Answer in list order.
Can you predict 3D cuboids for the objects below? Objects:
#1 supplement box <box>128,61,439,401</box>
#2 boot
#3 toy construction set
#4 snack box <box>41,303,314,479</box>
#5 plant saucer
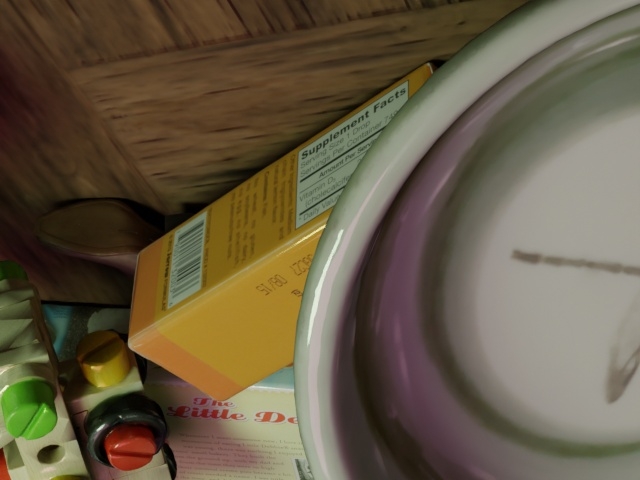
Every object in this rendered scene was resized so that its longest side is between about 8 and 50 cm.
[{"bbox_3d":[0.000,0.000,1.069,0.233,0.080,0.078,-30,130,33],"label":"supplement box"},{"bbox_3d":[-0.106,0.015,1.180,0.118,0.042,0.087,2,147,13],"label":"boot"},{"bbox_3d":[-0.198,0.137,1.179,0.215,0.151,0.327,-16,150,-6],"label":"toy construction set"},{"bbox_3d":[-0.092,0.121,1.307,0.322,0.060,0.187,3,144,11],"label":"snack box"},{"bbox_3d":[0.173,0.024,0.978,0.400,0.100,0.400,-7,120,-13],"label":"plant saucer"}]
